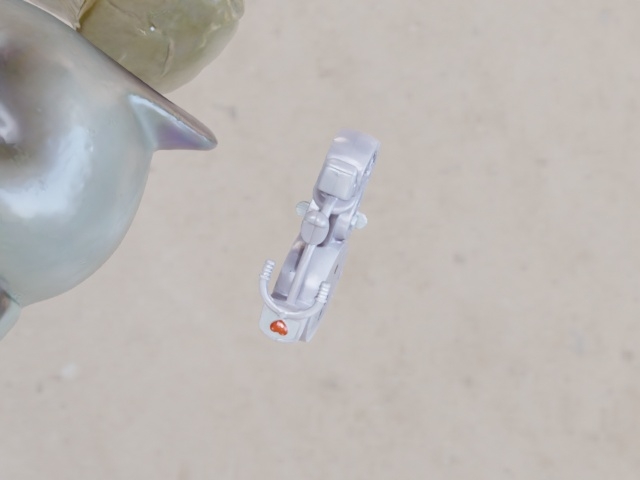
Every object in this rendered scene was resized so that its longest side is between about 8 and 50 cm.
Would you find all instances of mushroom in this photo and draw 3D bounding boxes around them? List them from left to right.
[{"bbox_3d":[-0.196,-0.253,1.346,0.154,0.407,0.137,-13,139,-28],"label":"mushroom"}]

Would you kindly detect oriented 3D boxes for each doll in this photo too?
[{"bbox_3d":[-0.255,0.008,1.122,0.370,0.215,0.226,-55,147,-10],"label":"doll"}]

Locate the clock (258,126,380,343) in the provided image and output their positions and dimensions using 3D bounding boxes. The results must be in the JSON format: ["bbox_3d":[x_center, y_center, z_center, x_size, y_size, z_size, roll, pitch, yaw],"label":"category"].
[{"bbox_3d":[0.000,0.000,1.131,0.087,0.041,0.129,-46,157,-69],"label":"clock"}]
